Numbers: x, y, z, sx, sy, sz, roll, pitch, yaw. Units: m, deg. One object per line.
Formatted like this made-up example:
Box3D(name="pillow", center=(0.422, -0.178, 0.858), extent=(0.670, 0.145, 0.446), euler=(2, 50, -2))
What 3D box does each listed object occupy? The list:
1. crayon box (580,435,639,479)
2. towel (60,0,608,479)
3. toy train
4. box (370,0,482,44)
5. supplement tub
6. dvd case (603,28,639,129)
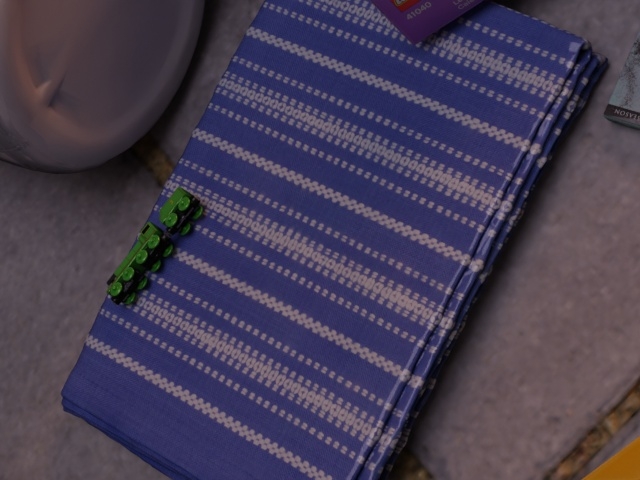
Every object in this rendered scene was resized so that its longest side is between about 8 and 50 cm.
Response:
Box3D(name="crayon box", center=(0.272, 0.113, 0.926), extent=(0.278, 0.081, 0.165), euler=(-40, 58, 13))
Box3D(name="towel", center=(0.000, 0.000, 1.163), extent=(0.243, 0.040, 0.336), euler=(25, 86, 37))
Box3D(name="toy train", center=(-0.103, 0.003, 1.194), extent=(0.083, 0.017, 0.024), euler=(-51, 42, 5))
Box3D(name="box", center=(0.135, -0.269, 1.137), extent=(0.293, 0.057, 0.201), euler=(-31, 48, 18))
Box3D(name="supplement tub", center=(-0.259, -0.178, 1.271), extent=(0.338, 0.207, 0.207), euler=(18, 83, 34))
Box3D(name="dvd case", center=(0.216, -0.110, 1.079), extent=(0.087, 0.013, 0.119), euler=(21, 86, 34))
